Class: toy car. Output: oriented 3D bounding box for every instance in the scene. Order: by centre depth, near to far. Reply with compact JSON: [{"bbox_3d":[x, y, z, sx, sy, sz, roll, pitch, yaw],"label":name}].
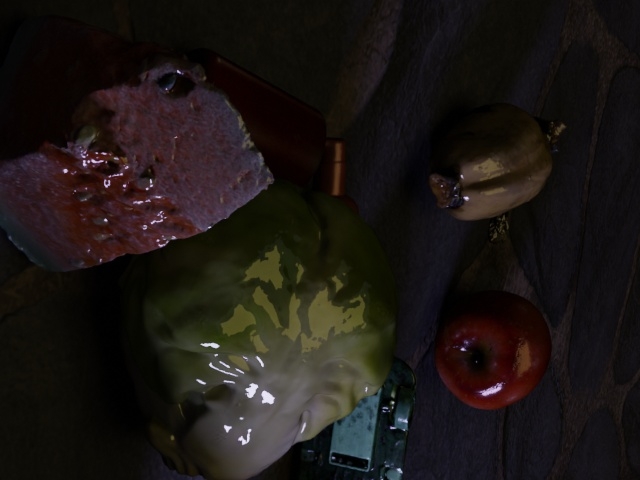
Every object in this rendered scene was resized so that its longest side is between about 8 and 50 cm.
[{"bbox_3d":[0.047,0.277,1.334,0.125,0.136,0.306,-35,133,-72],"label":"toy car"}]

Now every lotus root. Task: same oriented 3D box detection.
[{"bbox_3d":[0.239,-0.113,1.468,0.257,0.140,0.154,-25,92,-40],"label":"lotus root"}]

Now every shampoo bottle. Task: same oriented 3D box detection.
[{"bbox_3d":[-0.091,-0.127,1.050,0.260,0.064,0.102,22,87,-55],"label":"shampoo bottle"},{"bbox_3d":[0.002,0.000,1.216,0.085,0.085,0.244,-15,111,-53],"label":"shampoo bottle"}]

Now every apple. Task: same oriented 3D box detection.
[{"bbox_3d":[0.263,0.165,1.563,0.168,0.181,0.181,15,89,-57],"label":"apple"}]

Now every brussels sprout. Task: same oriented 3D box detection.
[{"bbox_3d":[-0.056,0.081,1.014,0.274,0.243,0.316,-27,126,-41],"label":"brussels sprout"}]

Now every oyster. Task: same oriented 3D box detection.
[{"bbox_3d":[0.297,-0.033,1.680,0.054,0.019,0.083,1,101,-55],"label":"oyster"}]

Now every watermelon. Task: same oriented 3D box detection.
[{"bbox_3d":[-0.158,-0.069,0.807,0.140,0.257,0.193,-53,132,-32],"label":"watermelon"}]
